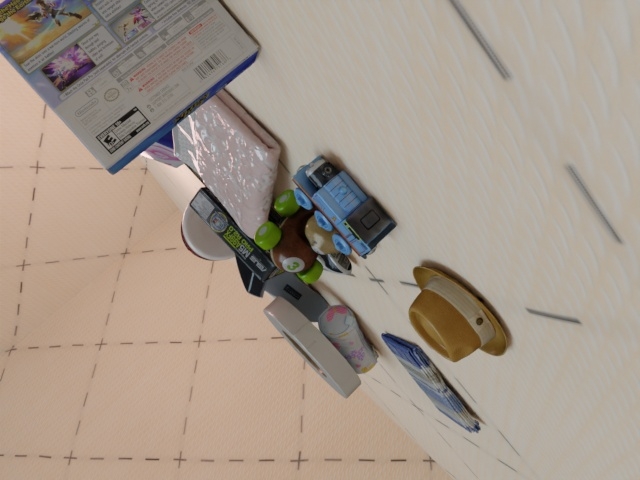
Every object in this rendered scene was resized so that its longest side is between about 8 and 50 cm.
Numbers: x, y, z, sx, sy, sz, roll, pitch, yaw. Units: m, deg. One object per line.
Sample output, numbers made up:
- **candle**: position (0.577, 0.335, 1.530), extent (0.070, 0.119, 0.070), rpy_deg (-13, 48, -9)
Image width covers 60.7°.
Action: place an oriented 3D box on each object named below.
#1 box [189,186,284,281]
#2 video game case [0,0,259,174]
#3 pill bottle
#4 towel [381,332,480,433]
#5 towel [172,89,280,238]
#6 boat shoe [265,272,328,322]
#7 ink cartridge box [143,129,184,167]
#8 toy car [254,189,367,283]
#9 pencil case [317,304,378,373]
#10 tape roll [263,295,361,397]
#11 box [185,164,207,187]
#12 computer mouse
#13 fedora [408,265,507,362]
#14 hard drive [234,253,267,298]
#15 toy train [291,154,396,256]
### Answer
- **box**: position (-0.167, -0.031, 1.374), extent (0.270, 0.060, 0.216), rpy_deg (45, -157, 10)
- **video game case**: position (-0.265, -0.269, 0.747), extent (0.244, 0.269, 0.061), rpy_deg (49, 169, -6)
- **pill bottle**: position (-0.358, -0.042, 1.850), extent (0.224, 0.224, 0.392), rpy_deg (49, 167, -8)
- **towel**: position (0.279, 0.359, 1.404), extent (0.285, 0.034, 0.209), rpy_deg (51, 169, -9)
- **towel**: position (-0.213, -0.186, 1.155), extent (0.317, 0.053, 0.332), rpy_deg (46, 154, 13)
- **boat shoe**: position (-0.130, 0.143, 1.915), extent (0.367, 0.136, 0.156), rpy_deg (39, 171, -6)
- **ink cartridge box**: position (-0.499, -0.298, 1.477), extent (0.324, 0.071, 0.330), rpy_deg (21, 171, -24)
- **toy car**: position (0.000, 0.000, 1.025), extent (0.155, 0.149, 0.188), rpy_deg (41, 161, -33)
- **pencil case**: position (0.089, 0.313, 1.705), extent (0.124, 0.113, 0.273), rpy_deg (13, 149, 36)
- **tape roll**: position (-0.029, 0.338, 1.740), extent (0.392, 0.072, 0.392), rpy_deg (44, 166, 14)
- **box**: position (-0.412, -0.261, 1.779), extent (0.191, 0.045, 0.184), rpy_deg (46, 165, 9)
- **computer mouse**: position (-0.009, 0.010, 1.186), extent (0.193, 0.042, 0.106), rpy_deg (47, -157, -6)
- **fedora**: position (0.198, 0.128, 0.858), extent (0.194, 0.079, 0.194), rpy_deg (44, 167, 12)
- **hard drive**: position (-0.197, 0.019, 1.536), extent (0.255, 0.054, 0.172), rpy_deg (-113, 31, -43)
- **toy train**: position (0.033, -0.055, 0.869), extent (0.184, 0.080, 0.105), rpy_deg (50, 158, -1)
